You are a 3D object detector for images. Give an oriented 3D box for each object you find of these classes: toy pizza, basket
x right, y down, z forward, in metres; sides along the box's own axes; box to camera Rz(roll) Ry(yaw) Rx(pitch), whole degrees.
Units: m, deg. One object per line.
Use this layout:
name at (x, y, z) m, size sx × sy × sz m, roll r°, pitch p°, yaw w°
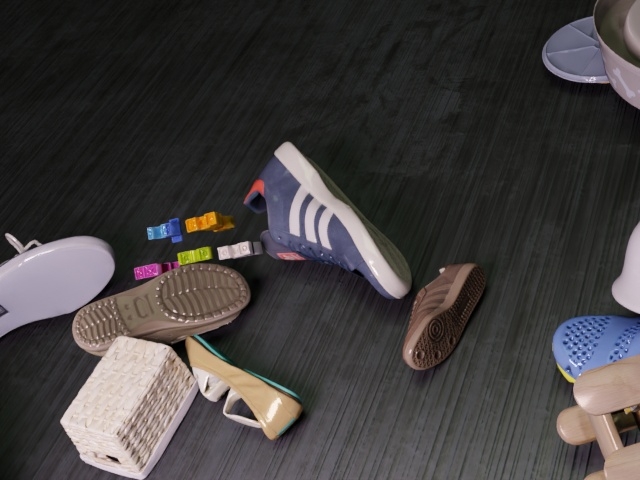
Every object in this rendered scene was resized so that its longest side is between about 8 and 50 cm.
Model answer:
toy pizza at (0.487, -0.326, 1.513) m, size 0.201 × 0.032 × 0.201 m, roll -11°, pitch 42°, yaw 10°
basket at (-0.263, 0.225, 1.214) m, size 0.113 × 0.103 × 0.167 m, roll 7°, pitch 48°, yaw 28°

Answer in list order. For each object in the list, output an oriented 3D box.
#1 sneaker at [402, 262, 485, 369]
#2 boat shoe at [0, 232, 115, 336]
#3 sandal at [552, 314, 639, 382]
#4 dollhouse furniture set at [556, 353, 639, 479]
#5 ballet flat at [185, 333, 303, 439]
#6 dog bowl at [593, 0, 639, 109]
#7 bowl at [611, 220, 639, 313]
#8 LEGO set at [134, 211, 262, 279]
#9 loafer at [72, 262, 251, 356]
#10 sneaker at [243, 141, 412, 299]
sneaker at (0.157, 0.103, 1.199) m, size 0.071 × 0.066 × 0.188 m, roll 0°, pitch 38°, yaw 48°
boat shoe at (-0.515, 0.071, 1.485) m, size 0.367 × 0.136 × 0.156 m, roll -30°, pitch 37°, yaw 7°
sandal at (0.417, 0.128, 0.988) m, size 0.317 × 0.138 × 0.126 m, roll 6°, pitch 51°, yaw 32°
dollhouse furniture set at (0.283, 0.255, 0.862) m, size 0.160 × 0.212 × 0.242 m, roll -18°, pitch 68°, yaw 4°
ballet flat at (-0.125, 0.199, 1.204) m, size 0.232 × 0.080 × 0.073 m, roll 23°, pitch 73°, yaw 41°
dog bowl at (0.605, -0.314, 1.367) m, size 0.348 × 0.102 × 0.349 m, roll -7°, pitch 48°, yaw 8°
bowl at (0.482, -0.002, 0.992) m, size 0.297 × 0.134 × 0.298 m, roll -5°, pitch 11°, yaw 1°
LEGO set at (-0.186, -0.001, 1.400) m, size 0.227 × 0.093 × 0.087 m, roll -12°, pitch 86°, yaw 30°
loafer at (-0.239, 0.110, 1.335) m, size 0.268 × 0.092 × 0.102 m, roll -14°, pitch 67°, yaw -11°
sneaker at (0.000, 0.000, 1.339) m, size 0.148 × 0.131 × 0.350 m, roll -46°, pitch 48°, yaw 6°
